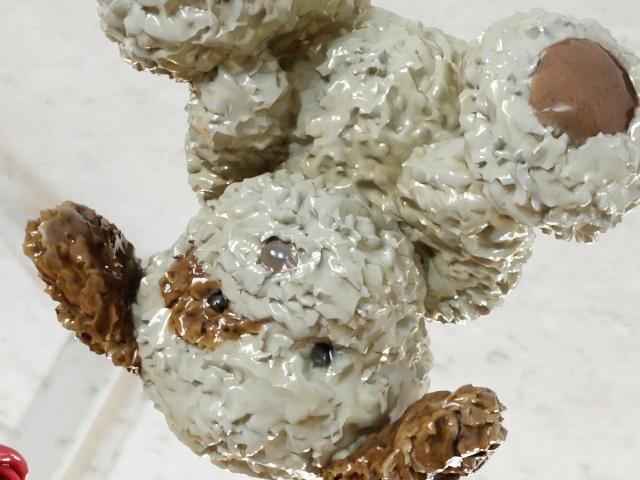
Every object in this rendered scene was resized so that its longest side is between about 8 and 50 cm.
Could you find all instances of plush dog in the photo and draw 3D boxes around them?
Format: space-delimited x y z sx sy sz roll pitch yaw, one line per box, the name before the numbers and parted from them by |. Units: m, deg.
plush dog | 0.000 0.000 0.717 0.262 0.225 0.210 25 164 13

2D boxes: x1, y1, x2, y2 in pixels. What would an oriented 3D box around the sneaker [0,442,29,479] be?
sneaker | -0.226 0.146 0.859 0.128 0.087 0.221 21 161 5
